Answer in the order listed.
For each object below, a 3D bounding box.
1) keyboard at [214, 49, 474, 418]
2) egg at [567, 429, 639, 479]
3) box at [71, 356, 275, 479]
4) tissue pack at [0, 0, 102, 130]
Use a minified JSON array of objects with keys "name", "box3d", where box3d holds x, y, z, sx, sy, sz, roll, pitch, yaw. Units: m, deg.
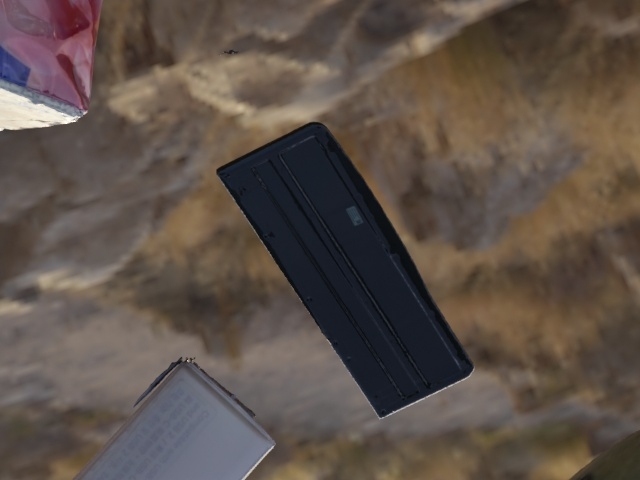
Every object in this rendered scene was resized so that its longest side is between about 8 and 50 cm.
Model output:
[{"name":"keyboard","box3d":[-0.002,-0.008,1.456,0.103,0.041,0.381,-26,127,11]},{"name":"egg","box3d":[0.326,0.266,1.280,0.428,0.345,0.345,-4,171,22]},{"name":"box","box3d":[-0.153,0.212,1.471,0.252,0.106,0.203,-47,-179,-6]},{"name":"tissue pack","box3d":[-0.239,-0.212,1.256,0.209,0.270,0.137,-2,166,32]}]
